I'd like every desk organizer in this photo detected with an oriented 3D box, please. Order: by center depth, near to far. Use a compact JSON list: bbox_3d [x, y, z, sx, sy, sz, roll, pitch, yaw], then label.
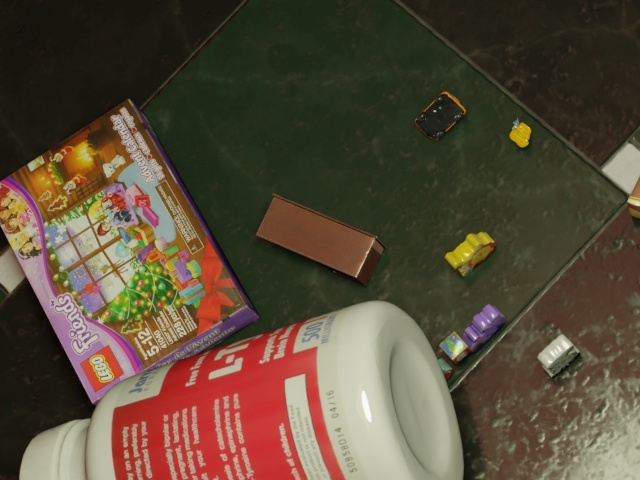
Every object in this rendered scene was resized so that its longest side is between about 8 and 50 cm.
[{"bbox_3d":[0.000,0.000,2.006,0.130,0.047,0.050,23,83,20],"label":"desk organizer"}]

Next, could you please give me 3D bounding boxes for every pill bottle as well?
[{"bbox_3d":[-0.083,0.220,1.845,0.407,0.229,0.229,-18,69,20],"label":"pill bottle"}]

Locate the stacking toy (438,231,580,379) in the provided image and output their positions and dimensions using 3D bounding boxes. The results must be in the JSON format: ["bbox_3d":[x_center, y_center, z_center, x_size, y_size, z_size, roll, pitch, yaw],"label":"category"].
[{"bbox_3d":[0.139,0.119,1.932,0.221,0.052,0.167,-41,66,2],"label":"stacking toy"}]

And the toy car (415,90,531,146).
[{"bbox_3d":[0.168,-0.124,2.016,0.122,0.060,0.040,27,37,5],"label":"toy car"}]

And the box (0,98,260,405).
[{"bbox_3d":[-0.223,0.015,2.055,0.201,0.057,0.293,-33,68,4],"label":"box"}]

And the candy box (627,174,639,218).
[{"bbox_3d":[0.407,-0.093,1.922,0.109,0.053,0.187,25,79,20],"label":"candy box"}]
